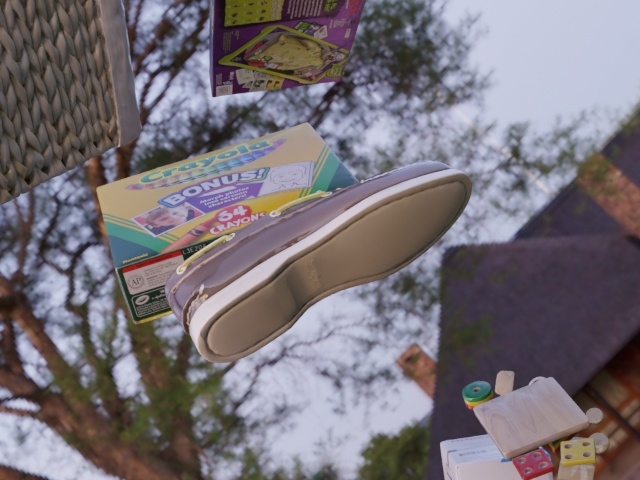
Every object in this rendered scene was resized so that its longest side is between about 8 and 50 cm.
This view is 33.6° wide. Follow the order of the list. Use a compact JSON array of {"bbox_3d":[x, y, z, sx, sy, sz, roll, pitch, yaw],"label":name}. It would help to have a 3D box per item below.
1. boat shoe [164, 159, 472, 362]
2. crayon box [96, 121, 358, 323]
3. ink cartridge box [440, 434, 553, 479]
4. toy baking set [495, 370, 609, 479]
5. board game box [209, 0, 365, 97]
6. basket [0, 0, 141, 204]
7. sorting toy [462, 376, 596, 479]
[{"bbox_3d":[0.000,0.000,1.057,0.324,0.096,0.116,-31,-41,-14],"label":"boat shoe"},{"bbox_3d":[-0.138,-0.039,1.599,0.363,0.313,0.106,-18,-62,-9],"label":"crayon box"},{"bbox_3d":[0.281,0.371,1.707,0.148,0.085,0.203,-7,-1,0],"label":"ink cartridge box"},{"bbox_3d":[0.386,0.346,1.864,0.196,0.256,0.030,-49,-33,-15],"label":"toy baking set"},{"bbox_3d":[-0.052,-0.297,1.479,0.208,0.056,0.347,-4,-15,-8],"label":"board game box"},{"bbox_3d":[-0.437,-0.258,1.323,0.266,0.328,0.331,-37,-40,-34],"label":"basket"},{"bbox_3d":[0.313,0.275,1.551,0.132,0.046,0.274,-21,23,-5],"label":"sorting toy"}]
